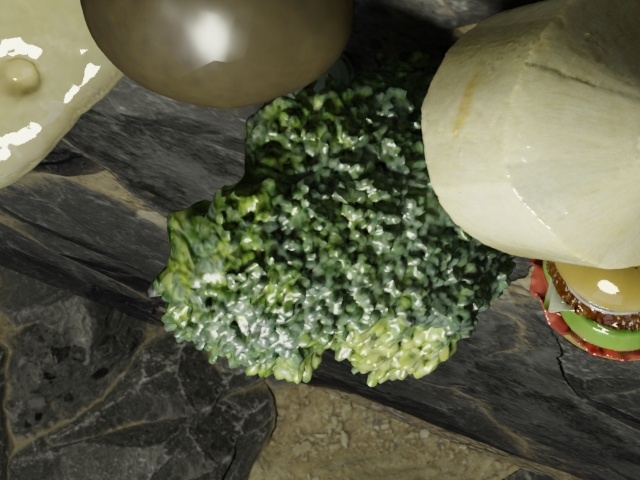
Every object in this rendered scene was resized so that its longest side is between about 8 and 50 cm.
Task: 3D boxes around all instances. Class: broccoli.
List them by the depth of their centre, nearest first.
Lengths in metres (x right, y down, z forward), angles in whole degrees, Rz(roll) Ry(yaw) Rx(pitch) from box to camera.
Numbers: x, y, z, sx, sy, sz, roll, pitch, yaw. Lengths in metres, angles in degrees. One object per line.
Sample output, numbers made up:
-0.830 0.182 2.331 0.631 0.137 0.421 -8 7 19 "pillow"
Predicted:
0.019 0.011 1.267 0.249 0.375 0.302 50 138 3 "broccoli"

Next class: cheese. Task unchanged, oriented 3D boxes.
-0.266 -0.208 1.422 0.173 0.251 0.248 42 122 -16 "cheese"

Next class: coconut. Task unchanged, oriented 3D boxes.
0.192 -0.079 1.099 0.202 0.202 0.222 34 162 -30 "coconut"

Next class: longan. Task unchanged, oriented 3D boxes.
-0.082 -0.195 1.124 0.220 0.197 0.196 22 164 23 "longan"

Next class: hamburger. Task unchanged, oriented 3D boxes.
0.274 0.016 1.356 0.175 0.175 0.137 19 149 15 "hamburger"

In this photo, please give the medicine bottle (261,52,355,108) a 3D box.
-0.025 -0.125 1.465 0.074 0.074 0.218 25 165 -6 "medicine bottle"
